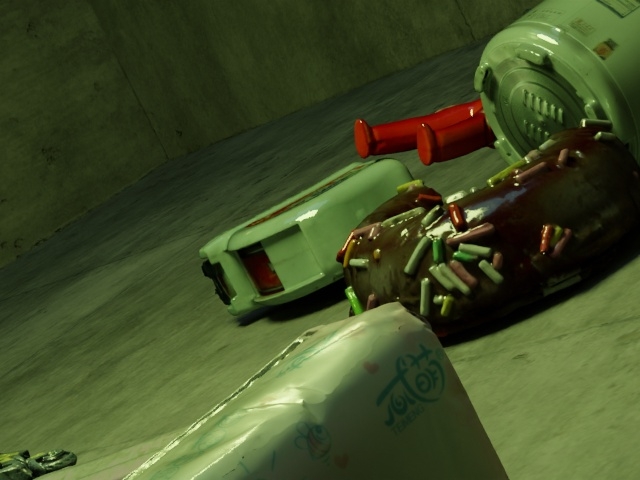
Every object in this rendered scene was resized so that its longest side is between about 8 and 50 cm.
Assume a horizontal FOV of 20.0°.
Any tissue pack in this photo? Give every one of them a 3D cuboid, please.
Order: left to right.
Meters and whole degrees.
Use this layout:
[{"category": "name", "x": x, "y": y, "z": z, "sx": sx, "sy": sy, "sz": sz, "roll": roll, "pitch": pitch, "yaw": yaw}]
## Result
[{"category": "tissue pack", "x": -0.009, "y": 0.188, "z": 1.121, "sx": 0.124, "sy": 0.201, "sz": 0.271, "roll": -11, "pitch": 19, "yaw": 46}]

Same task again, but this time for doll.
[{"category": "doll", "x": 0.236, "y": -0.156, "z": 2.255, "sx": 0.384, "sy": 0.099, "sz": 0.188, "roll": -13, "pitch": 13, "yaw": -36}]

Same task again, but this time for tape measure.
[{"category": "tape measure", "x": -0.001, "y": 0.000, "z": 2.262, "sx": 0.243, "sy": 0.125, "sz": 0.246, "roll": -31, "pitch": 9, "yaw": -21}]

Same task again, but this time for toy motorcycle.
[{"category": "toy motorcycle", "x": -0.369, "y": 0.270, "z": 2.000, "sx": 0.193, "sy": 0.061, "sz": 0.124, "roll": -12, "pitch": 8, "yaw": 26}]

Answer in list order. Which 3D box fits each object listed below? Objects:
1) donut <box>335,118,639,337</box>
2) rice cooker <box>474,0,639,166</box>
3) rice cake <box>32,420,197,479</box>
[{"category": "donut", "x": 0.154, "y": 0.001, "z": 1.850, "sx": 0.345, "sy": 0.136, "sz": 0.259, "roll": -21, "pitch": 8, "yaw": 35}, {"category": "rice cooker", "x": 0.323, "y": -0.184, "z": 2.063, "sx": 0.227, "sy": 0.241, "sz": 0.280, "roll": -37, "pitch": 46, "yaw": -28}, {"category": "rice cake", "x": -0.186, "y": 0.231, "z": 1.761, "sx": 0.298, "sy": 0.050, "sz": 0.106, "roll": -22, "pitch": 11, "yaw": 23}]
